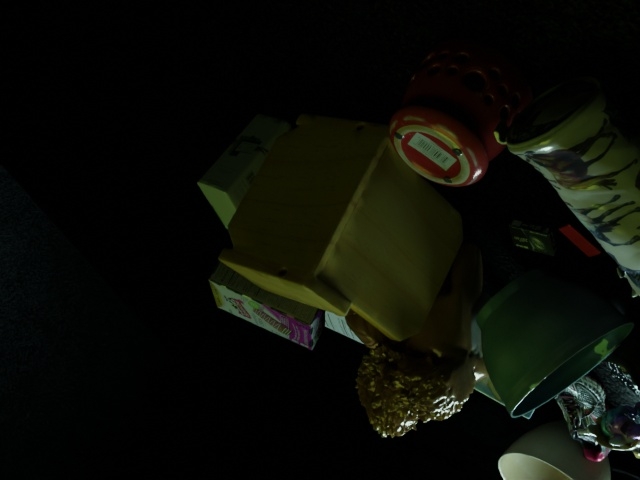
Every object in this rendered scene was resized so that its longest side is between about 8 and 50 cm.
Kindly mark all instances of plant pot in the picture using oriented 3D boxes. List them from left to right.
[{"bbox_3d":[0.211,-0.192,1.314,0.191,0.174,0.191,30,158,13],"label":"plant pot"},{"bbox_3d":[0.431,0.181,1.639,0.196,0.293,0.293,53,164,25],"label":"plant pot"},{"bbox_3d":[0.630,0.575,2.156,0.284,0.191,0.284,31,149,21],"label":"plant pot"}]

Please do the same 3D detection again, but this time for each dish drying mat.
[{"bbox_3d":[0.475,-0.001,1.530,0.083,0.008,0.032,40,155,-10],"label":"dish drying mat"}]

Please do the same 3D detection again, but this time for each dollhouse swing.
[{"bbox_3d":[0.056,-0.013,1.652,0.315,0.347,0.305,15,160,38],"label":"dollhouse swing"}]

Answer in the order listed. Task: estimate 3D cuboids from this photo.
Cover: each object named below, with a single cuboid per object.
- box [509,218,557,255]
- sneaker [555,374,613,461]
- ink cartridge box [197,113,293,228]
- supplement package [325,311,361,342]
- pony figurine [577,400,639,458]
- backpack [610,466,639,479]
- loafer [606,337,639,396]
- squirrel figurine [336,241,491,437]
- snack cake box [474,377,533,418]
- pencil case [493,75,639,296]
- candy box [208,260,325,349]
[{"bbox_3d":[0.406,-0.006,1.594,0.083,0.018,0.067,17,150,34],"label":"box"},{"bbox_3d":[0.620,0.406,1.972,0.299,0.112,0.120,48,154,-25],"label":"sneaker"},{"bbox_3d":[-0.138,-0.140,1.800,0.092,0.219,0.160,21,152,35],"label":"ink cartridge box"},{"bbox_3d":[0.097,0.168,2.168,0.244,0.139,0.134,22,153,28],"label":"supplement package"},{"bbox_3d":[0.746,0.422,1.674,0.351,0.303,0.363,-5,157,44],"label":"pony figurine"},{"bbox_3d":[0.767,0.739,2.243,0.273,0.290,0.355,32,151,-16],"label":"backpack"},{"bbox_3d":[0.646,0.259,1.710,0.080,0.078,0.220,39,179,31],"label":"loafer"},{"bbox_3d":[0.188,0.222,1.837,0.370,0.397,0.281,1,145,42],"label":"squirrel figurine"},{"bbox_3d":[0.414,0.326,2.047,0.264,0.089,0.152,28,-175,15],"label":"snack cake box"},{"bbox_3d":[0.446,-0.066,1.249,0.183,0.160,0.410,-34,114,31],"label":"pencil case"},{"bbox_3d":[-0.108,0.129,1.733,0.233,0.071,0.159,24,157,12],"label":"candy box"}]
